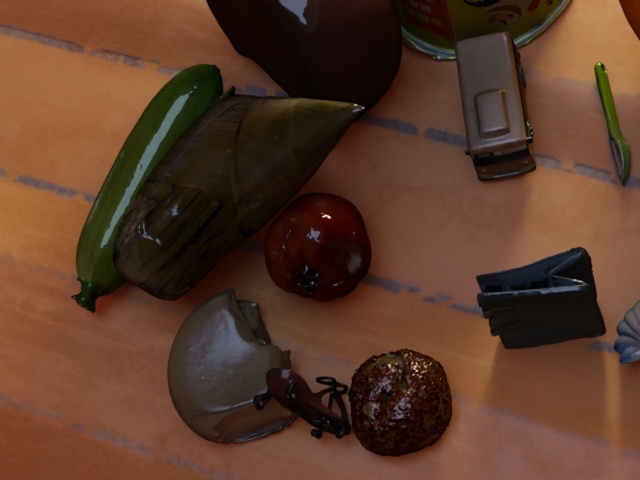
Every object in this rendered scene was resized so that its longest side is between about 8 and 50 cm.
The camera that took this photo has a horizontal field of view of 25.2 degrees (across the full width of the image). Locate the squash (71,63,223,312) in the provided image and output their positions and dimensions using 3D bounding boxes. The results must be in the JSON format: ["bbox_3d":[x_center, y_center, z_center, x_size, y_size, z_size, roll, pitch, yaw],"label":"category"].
[{"bbox_3d":[-0.253,-0.081,2.051,0.107,0.107,0.395,23,82,23],"label":"squash"}]

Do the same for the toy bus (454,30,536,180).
[{"bbox_3d":[0.237,-0.183,1.943,0.091,0.103,0.182,-10,68,14],"label":"toy bus"}]

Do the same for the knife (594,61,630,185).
[{"bbox_3d":[0.396,-0.161,1.934,0.026,0.022,0.184,-25,64,35],"label":"knife"}]

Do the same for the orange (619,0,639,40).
[{"bbox_3d":[0.525,-0.348,1.811,0.312,0.312,0.312,-6,69,15],"label":"orange"}]

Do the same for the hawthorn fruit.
[{"bbox_3d":[0.000,0.000,1.932,0.148,0.148,0.172,-2,39,16],"label":"hawthorn fruit"}]

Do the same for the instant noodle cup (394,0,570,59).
[{"bbox_3d":[0.199,-0.431,1.983,0.311,0.221,0.311,-6,68,15],"label":"instant noodle cup"}]

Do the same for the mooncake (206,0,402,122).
[{"bbox_3d":[-0.018,-0.315,1.990,0.174,0.334,0.326,-39,29,-15],"label":"mooncake"}]

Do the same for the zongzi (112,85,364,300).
[{"bbox_3d":[-0.108,-0.059,1.871,0.323,0.160,0.360,-57,25,-14],"label":"zongzi"}]

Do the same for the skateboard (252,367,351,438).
[{"bbox_3d":[-0.013,0.205,1.861,0.067,0.151,0.080,-17,49,39],"label":"skateboard"}]

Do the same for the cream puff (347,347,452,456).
[{"bbox_3d":[0.098,0.205,1.854,0.149,0.084,0.149,-5,67,13],"label":"cream puff"}]

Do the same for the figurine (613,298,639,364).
[{"bbox_3d":[0.421,0.111,1.805,0.114,0.079,0.114,-24,29,14],"label":"figurine"}]

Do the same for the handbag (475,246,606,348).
[{"bbox_3d":[0.274,0.080,1.771,0.144,0.221,0.057,-13,69,10],"label":"handbag"}]

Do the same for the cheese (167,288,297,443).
[{"bbox_3d":[-0.123,0.167,1.930,0.175,0.091,0.203,-16,67,9],"label":"cheese"}]
